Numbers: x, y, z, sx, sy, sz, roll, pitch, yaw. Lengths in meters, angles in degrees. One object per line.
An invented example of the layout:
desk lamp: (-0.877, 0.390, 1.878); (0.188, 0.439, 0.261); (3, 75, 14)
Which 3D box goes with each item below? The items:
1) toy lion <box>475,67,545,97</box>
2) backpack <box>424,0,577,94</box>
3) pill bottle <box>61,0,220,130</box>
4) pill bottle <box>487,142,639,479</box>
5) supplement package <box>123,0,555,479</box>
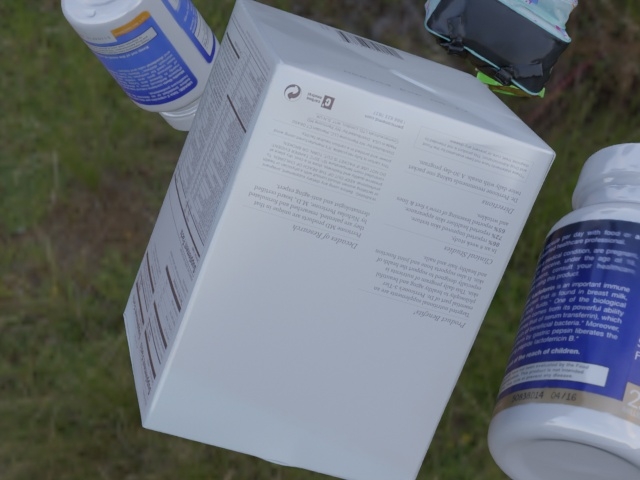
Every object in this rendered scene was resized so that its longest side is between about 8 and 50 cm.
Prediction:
toy lion: (0.255, -0.208, 2.243); (0.096, 0.034, 0.100); (13, 0, 9)
backpack: (0.209, -0.269, 1.949); (0.166, 0.144, 0.188); (27, 10, -7)
pill bottle: (-0.232, -0.275, 2.318); (0.152, 0.272, 0.152); (-14, 52, 18)
pill bottle: (0.233, 0.065, 1.293); (0.153, 0.153, 0.264); (14, 62, 10)
supplement package: (0.000, 0.000, 1.166); (0.199, 0.262, 0.198); (17, 17, -17)
